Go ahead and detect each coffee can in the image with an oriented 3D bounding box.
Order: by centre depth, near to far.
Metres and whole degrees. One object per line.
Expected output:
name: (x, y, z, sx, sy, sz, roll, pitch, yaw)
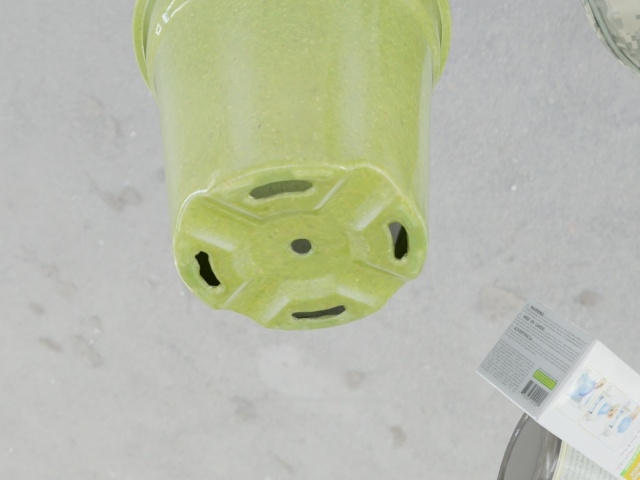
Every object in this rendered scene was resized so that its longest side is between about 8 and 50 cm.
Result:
coffee can: (0.417, 0.371, 1.340, 0.275, 0.201, 0.201, 21, 129, 1)

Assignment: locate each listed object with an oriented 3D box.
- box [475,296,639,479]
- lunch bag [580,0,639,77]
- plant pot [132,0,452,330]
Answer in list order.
box: (0.286, 0.168, 1.002, 0.203, 0.114, 0.103, 36, 92, -32)
lunch bag: (0.341, -0.280, 0.884, 0.212, 0.305, 0.256, -3, 102, 22)
plant pot: (-0.019, -0.081, 0.721, 0.276, 0.254, 0.276, -2, 138, -2)
